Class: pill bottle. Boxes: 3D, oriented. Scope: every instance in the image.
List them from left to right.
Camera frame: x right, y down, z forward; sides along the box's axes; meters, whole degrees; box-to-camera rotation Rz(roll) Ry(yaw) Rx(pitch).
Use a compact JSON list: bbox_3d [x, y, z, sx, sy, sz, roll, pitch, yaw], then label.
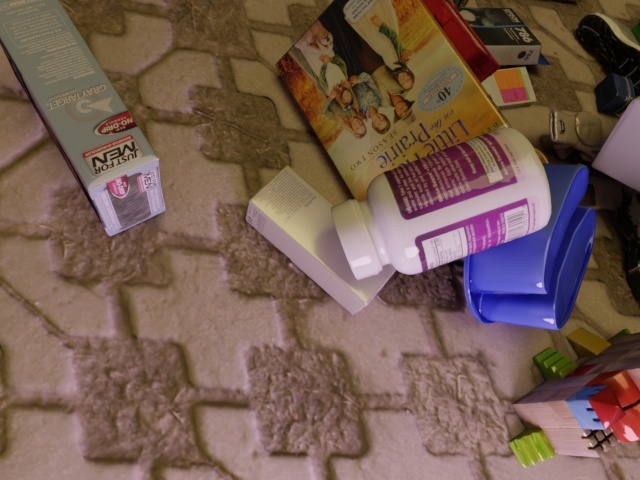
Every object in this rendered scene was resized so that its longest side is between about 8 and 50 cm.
[{"bbox_3d":[0.176,-0.047,0.734,0.301,0.169,0.170,-20,73,6],"label":"pill bottle"}]

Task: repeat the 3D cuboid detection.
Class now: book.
[{"bbox_3d":[0.450,-0.370,1.150,0.144,0.035,0.097,-11,75,-17],"label":"book"}]

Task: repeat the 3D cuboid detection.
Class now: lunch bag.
[{"bbox_3d":[0.762,-0.379,1.212,0.065,0.067,0.099,12,65,-10],"label":"lunch bag"}]

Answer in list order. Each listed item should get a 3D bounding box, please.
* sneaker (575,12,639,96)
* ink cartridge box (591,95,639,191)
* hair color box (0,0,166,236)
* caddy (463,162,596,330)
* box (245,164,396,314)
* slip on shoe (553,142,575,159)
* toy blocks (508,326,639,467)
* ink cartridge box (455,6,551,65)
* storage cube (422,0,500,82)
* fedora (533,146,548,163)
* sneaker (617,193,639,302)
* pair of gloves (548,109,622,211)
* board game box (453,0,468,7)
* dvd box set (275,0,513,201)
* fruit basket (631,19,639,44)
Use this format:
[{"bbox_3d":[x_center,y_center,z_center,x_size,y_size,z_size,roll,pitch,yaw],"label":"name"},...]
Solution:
[{"bbox_3d":[0.817,-0.508,1.262,0.107,0.100,0.272,-24,76,-26],"label":"sneaker"},{"bbox_3d":[0.822,-0.206,1.009,0.394,0.166,0.285,-26,54,-37],"label":"ink cartridge box"},{"bbox_3d":[-0.405,-0.213,0.787,0.113,0.185,0.375,-30,79,-23],"label":"hair color box"},{"bbox_3d":[0.380,0.002,0.883,0.341,0.179,0.241,-56,130,-26],"label":"caddy"},{"bbox_3d":[0.000,0.000,0.857,0.275,0.094,0.113,43,66,4],"label":"box"},{"bbox_3d":[0.611,-0.244,1.136,0.135,0.051,0.041,-40,115,-30],"label":"slip on shoe"},{"bbox_3d":[0.530,0.249,0.801,0.381,0.261,0.191,-23,76,-21],"label":"toy blocks"},{"bbox_3d":[0.413,-0.504,1.159,0.332,0.065,0.166,-7,57,-18],"label":"ink cartridge box"},{"bbox_3d":[0.220,-0.375,0.969,0.183,0.193,0.215,-14,70,-57],"label":"storage cube"},{"bbox_3d":[0.437,-0.156,1.036,0.194,0.079,0.195,5,68,-12],"label":"fedora"},{"bbox_3d":[0.754,0.028,1.036,0.118,0.107,0.279,11,70,-24],"label":"sneaker"},{"bbox_3d":[0.603,-0.176,1.081,0.204,0.042,0.240,-5,87,-24],"label":"pair of gloves"},{"bbox_3d":[0.361,-0.755,1.221,0.030,0.136,0.260,-4,70,-17],"label":"board game box"},{"bbox_3d":[0.120,-0.273,0.897,0.062,0.307,0.421,-10,68,-57],"label":"dvd box set"},{"bbox_3d":[1.070,-0.499,1.248,0.391,0.283,0.392,7,50,-9],"label":"fruit basket"}]
